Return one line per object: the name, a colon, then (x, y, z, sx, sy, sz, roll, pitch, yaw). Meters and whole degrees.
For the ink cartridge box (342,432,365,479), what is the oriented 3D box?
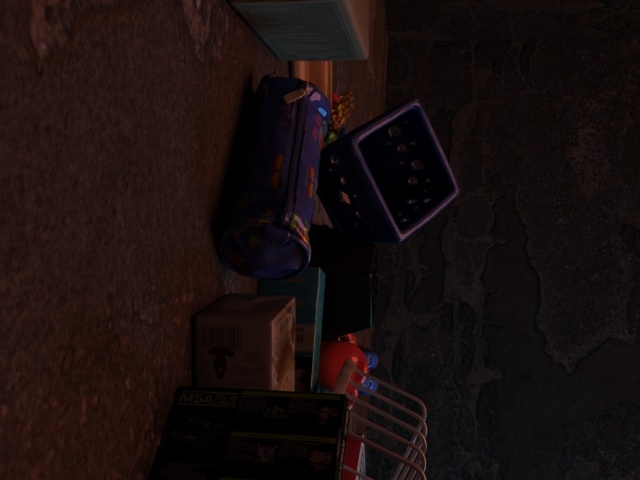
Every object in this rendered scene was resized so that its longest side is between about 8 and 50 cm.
ink cartridge box: (0.024, 0.601, 1.557, 0.309, 0.130, 0.272, -72, 161, -58)

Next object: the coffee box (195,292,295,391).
coffee box: (-0.091, 0.201, 0.847, 0.141, 0.098, 0.247, -38, 130, -78)

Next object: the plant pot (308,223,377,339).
plant pot: (0.027, 0.085, 1.346, 0.188, 0.166, 0.188, -69, 158, -61)

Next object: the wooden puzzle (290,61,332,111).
wooden puzzle: (-0.022, -0.336, 1.356, 0.239, 0.044, 0.221, -54, 146, -66)

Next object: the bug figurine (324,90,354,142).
bug figurine: (0.037, -0.242, 1.629, 0.279, 0.072, 0.216, -64, 149, -57)

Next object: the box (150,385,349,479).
box: (-0.074, 0.238, 0.675, 0.184, 0.190, 0.045, -80, 165, -45)

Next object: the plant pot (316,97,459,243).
plant pot: (0.116, -0.135, 1.424, 0.236, 0.212, 0.236, -37, 106, -35)

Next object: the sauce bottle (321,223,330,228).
sauce bottle: (0.000, 0.000, 1.554, 0.128, 0.042, 0.042, -75, 165, -63)

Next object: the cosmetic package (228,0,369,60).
cosmetic package: (-0.017, -0.357, 0.996, 0.309, 0.160, 0.113, -13, 105, -82)

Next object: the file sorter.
file sorter: (0.062, 0.344, 1.059, 0.277, 0.173, 0.193, -36, 150, -79)

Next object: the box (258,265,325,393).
box: (-0.053, 0.165, 1.075, 0.060, 0.100, 0.245, 55, 37, -73)

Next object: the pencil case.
pencil case: (-0.055, -0.097, 0.932, 0.133, 0.119, 0.306, 120, -18, -54)

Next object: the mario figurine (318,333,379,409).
mario figurine: (0.036, 0.295, 1.582, 0.198, 0.170, 0.320, 57, 6, 23)

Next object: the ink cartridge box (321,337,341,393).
ink cartridge box: (0.040, 0.282, 1.808, 0.239, 0.060, 0.275, 59, 35, -69)
